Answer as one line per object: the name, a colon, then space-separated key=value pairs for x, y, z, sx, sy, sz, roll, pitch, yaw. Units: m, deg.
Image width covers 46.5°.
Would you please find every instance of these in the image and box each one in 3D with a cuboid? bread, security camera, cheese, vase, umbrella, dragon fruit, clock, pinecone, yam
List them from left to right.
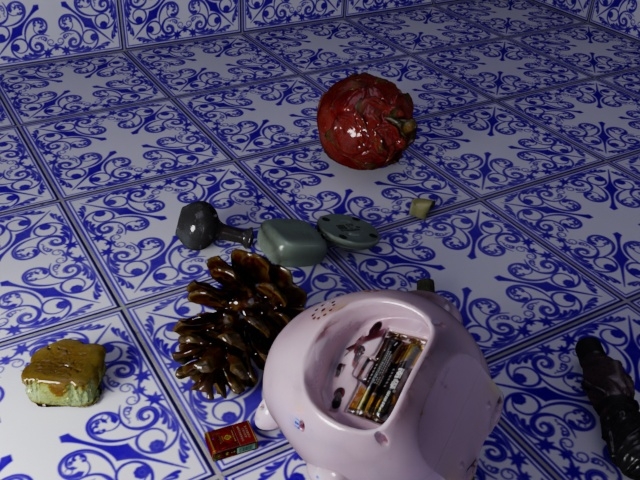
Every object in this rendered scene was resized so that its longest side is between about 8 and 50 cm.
bread: x=-0.469 y=0.243 z=1.381 sx=0.140 sy=0.069 sz=0.128 roll=3 pitch=33 yaw=-1
vase: x=-0.248 y=-0.024 z=1.772 sx=0.182 sy=0.120 sz=0.120 roll=15 pitch=32 yaw=-14
pinecone: x=-0.158 y=0.154 z=1.400 sx=0.244 sy=0.244 sz=0.309 roll=17 pitch=47 yaw=20
security camera: x=0.000 y=0.000 z=1.775 sx=0.301 sy=0.080 sz=0.157 roll=-5 pitch=31 yaw=-29
clock: x=0.067 y=0.232 z=1.214 sx=0.376 sy=0.250 sz=0.368 roll=9 pitch=60 yaw=43
dragon fruit: x=0.124 y=-0.336 z=2.106 sx=0.277 sy=0.278 sz=0.342 roll=-19 pitch=26 yaw=-28
cheese: x=0.264 y=-0.088 z=1.948 sx=0.060 sy=0.041 sz=0.084 roll=14 pitch=34 yaw=13
yam: x=0.232 y=0.119 z=1.639 sx=0.043 sy=0.043 sz=0.094 roll=5 pitch=36 yaw=3
umbrella: x=0.535 y=0.293 z=1.359 sx=0.094 sy=0.090 sz=0.326 roll=-15 pitch=32 yaw=12

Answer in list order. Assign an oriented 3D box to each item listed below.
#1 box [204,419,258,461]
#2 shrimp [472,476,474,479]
box: x=-0.155 y=0.346 z=1.290 sx=0.082 sy=0.023 sz=0.051 roll=-12 pitch=36 yaw=-21
shrimp: x=0.212 y=0.389 z=1.208 sx=0.090 sy=0.079 sz=0.233 roll=-6 pitch=39 yaw=-4
